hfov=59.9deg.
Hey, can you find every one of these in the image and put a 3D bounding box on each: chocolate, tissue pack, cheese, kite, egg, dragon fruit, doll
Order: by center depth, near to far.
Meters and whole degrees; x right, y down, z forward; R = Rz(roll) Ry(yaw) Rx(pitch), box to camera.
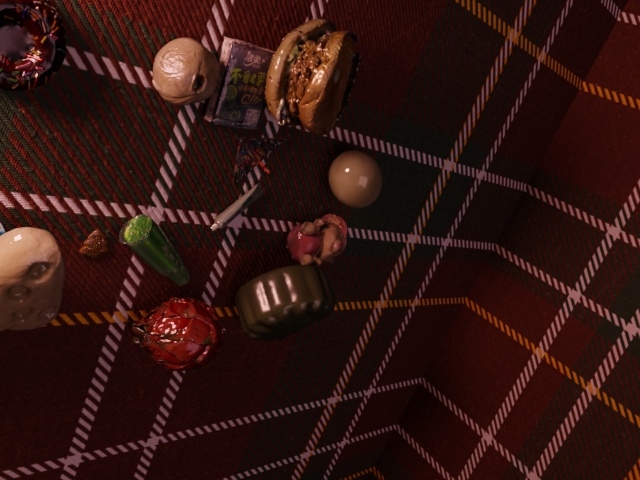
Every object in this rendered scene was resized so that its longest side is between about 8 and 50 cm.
[{"bbox_3d":[-0.788,0.102,1.327,0.351,0.129,0.328,-4,140,-44],"label":"cheese"},{"bbox_3d":[-0.221,-0.434,1.565,0.174,0.073,0.235,-4,122,-46],"label":"tissue pack"},{"bbox_3d":[-0.478,0.044,1.666,0.110,0.110,0.291,-42,143,-12],"label":"chocolate"},{"bbox_3d":[-0.202,-0.269,1.763,0.232,0.009,0.189,-45,141,-8],"label":"kite"},{"bbox_3d":[-0.452,0.300,1.782,0.299,0.244,0.244,6,116,-28],"label":"dragon fruit"},{"bbox_3d":[0.129,-0.214,1.990,0.188,0.189,0.253,-47,147,-7],"label":"egg"},{"bbox_3d":[0.002,0.003,2.065,0.256,0.152,0.196,-4,134,-48],"label":"doll"}]

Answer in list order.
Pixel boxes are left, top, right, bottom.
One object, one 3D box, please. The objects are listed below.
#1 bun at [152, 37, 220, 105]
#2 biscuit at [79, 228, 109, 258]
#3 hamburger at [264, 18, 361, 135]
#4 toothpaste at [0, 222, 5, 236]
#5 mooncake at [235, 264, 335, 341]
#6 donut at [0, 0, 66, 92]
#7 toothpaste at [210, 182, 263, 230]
[{"bbox_3d":[-0.337,-0.424,1.426,0.167,0.113,0.173,18,103,-50],"label":"bun"},{"bbox_3d":[-0.627,0.010,1.554,0.082,0.016,0.092,0,120,-44],"label":"biscuit"},{"bbox_3d":[-0.022,-0.461,1.576,0.277,0.195,0.317,-26,141,-65],"label":"hamburger"},{"bbox_3d":[-0.874,-0.008,1.269,0.267,0.050,0.065,2,120,-45],"label":"toothpaste"},{"bbox_3d":[-0.126,0.231,1.995,0.352,0.187,0.351,-14,158,-6],"label":"mooncake"},{"bbox_3d":[-0.641,-0.419,1.153,0.235,0.089,0.234,-24,133,-28],"label":"donut"},{"bbox_3d":[-0.270,-0.105,1.802,0.218,0.041,0.064,-42,152,-16],"label":"toothpaste"}]
